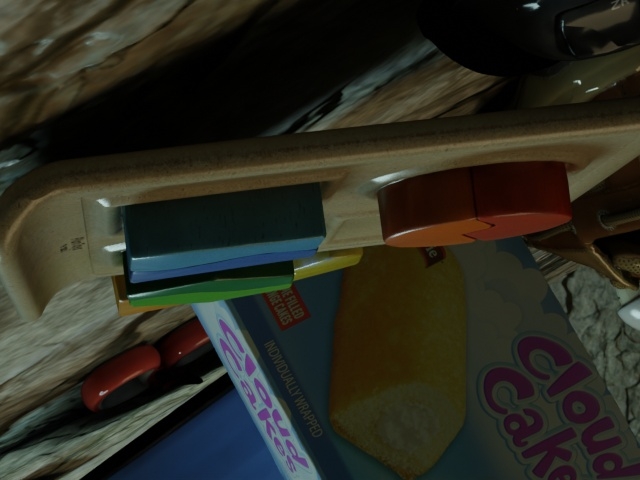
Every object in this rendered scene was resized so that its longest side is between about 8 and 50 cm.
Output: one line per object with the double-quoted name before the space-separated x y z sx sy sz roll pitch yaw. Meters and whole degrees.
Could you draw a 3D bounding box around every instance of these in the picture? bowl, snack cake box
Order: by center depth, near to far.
"snack cake box" 0.062 0.097 0.950 0.152 0.264 0.089 -27 172 -15
"bowl" -0.064 0.139 1.316 0.391 0.077 0.391 -36 180 0

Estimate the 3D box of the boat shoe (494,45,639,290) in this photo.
"boat shoe" 0.146 -0.030 0.964 0.123 0.120 0.324 -28 173 -8

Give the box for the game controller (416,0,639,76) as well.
"game controller" 0.178 -0.142 0.607 0.319 0.067 0.166 -27 -173 -8

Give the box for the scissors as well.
"scissors" -0.111 0.091 1.255 0.109 0.021 0.297 -30 174 -14

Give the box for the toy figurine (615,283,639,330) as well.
"toy figurine" 0.283 -0.047 1.270 0.209 0.148 0.213 -25 172 -27

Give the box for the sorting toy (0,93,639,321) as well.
"sorting toy" 0.000 0.000 0.703 0.229 0.041 0.307 -11 173 -7
